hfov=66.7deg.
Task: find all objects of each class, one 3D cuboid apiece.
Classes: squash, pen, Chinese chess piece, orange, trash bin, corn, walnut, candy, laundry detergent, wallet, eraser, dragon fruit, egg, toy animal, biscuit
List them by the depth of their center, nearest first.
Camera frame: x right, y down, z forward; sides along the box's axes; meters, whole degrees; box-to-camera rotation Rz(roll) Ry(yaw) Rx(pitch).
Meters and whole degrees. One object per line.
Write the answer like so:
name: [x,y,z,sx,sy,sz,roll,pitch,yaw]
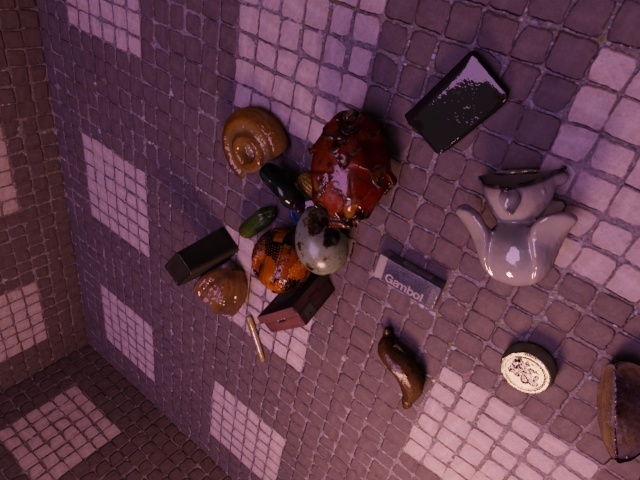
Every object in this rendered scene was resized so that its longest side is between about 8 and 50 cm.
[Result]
toy animal: [0.469,-0.035,1.138,0.249,0.174,0.289,-25,94,46]
wallet: [0.328,-0.326,1.195,0.149,0.044,0.250,50,134,2]
Chinese chess piece: [0.572,0.353,1.343,0.144,0.059,0.143,20,124,33]
dragon fruit: [0.086,-0.192,1.351,0.251,0.251,0.314,-13,90,44]
eraser: [0.270,0.117,1.480,0.213,0.046,0.091,32,130,24]
corn: [0.008,-0.147,1.546,0.206,0.067,0.067,36,132,19]
laundry detergent: [-0.114,-0.159,1.554,0.144,0.078,0.221,44,-174,-42]
egg: [0.000,0.000,1.561,0.169,0.169,0.230,-11,100,43]
biscuit: [-0.242,-0.335,1.641,0.274,0.091,0.213,-29,94,47]
candy: [-0.052,-0.104,1.645,0.136,0.038,0.087,-8,94,35]
orange: [-0.134,0.068,1.694,0.234,0.183,0.234,19,112,59]
squash: [-0.238,-0.063,1.795,0.219,0.077,0.068,-33,87,43]
trash bin: [-0.477,0.067,1.951,0.164,0.241,0.122,-37,87,45]
walnut: [-0.385,0.220,1.991,0.238,0.204,0.141,49,-167,-45]
pen: [-0.286,0.430,2.136,0.040,0.032,0.233,22,130,59]

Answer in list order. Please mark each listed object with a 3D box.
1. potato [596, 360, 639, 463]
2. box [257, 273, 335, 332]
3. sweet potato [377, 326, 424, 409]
potato: [0.761,0.405,1.211,0.121,0.100,0.260,-4,98,1]
box: [-0.082,0.220,1.721,0.215,0.215,0.086,-23,108,45]
sweet potato: [0.274,0.434,1.616,0.124,0.098,0.309,-2,114,64]
